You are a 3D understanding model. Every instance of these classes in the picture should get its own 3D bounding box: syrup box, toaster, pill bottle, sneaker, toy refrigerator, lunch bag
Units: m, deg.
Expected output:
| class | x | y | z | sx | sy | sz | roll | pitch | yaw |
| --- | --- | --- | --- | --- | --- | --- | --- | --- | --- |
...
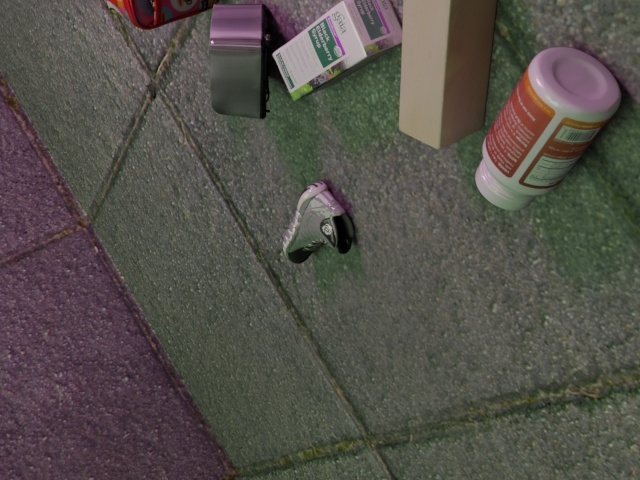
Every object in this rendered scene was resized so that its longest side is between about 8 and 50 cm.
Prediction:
| class | x | y | z | sx | sy | sz | roll | pitch | yaw |
| --- | --- | --- | --- | --- | --- | --- | --- | --- | --- |
| syrup box | 0.027 | -0.319 | 1.326 | 0.237 | 0.096 | 0.093 | -15 | 101 | 59 |
| toaster | -0.145 | -0.339 | 1.486 | 0.168 | 0.110 | 0.186 | -95 | 7 | -47 |
| pill bottle | 0.289 | -0.139 | 1.065 | 0.121 | 0.121 | 0.216 | 50 | 147 | 18 |
| sneaker | 0.000 | 0.000 | 1.632 | 0.132 | 0.086 | 0.229 | 44 | 144 | 22 |
| toy refrigerator | 0.176 | -0.277 | 1.138 | 0.094 | 0.102 | 0.269 | 33 | 140 | 38 |
| lunch bag | -0.311 | -0.547 | 1.475 | 0.120 | 0.258 | 0.293 | 35 | 141 | 36 |
